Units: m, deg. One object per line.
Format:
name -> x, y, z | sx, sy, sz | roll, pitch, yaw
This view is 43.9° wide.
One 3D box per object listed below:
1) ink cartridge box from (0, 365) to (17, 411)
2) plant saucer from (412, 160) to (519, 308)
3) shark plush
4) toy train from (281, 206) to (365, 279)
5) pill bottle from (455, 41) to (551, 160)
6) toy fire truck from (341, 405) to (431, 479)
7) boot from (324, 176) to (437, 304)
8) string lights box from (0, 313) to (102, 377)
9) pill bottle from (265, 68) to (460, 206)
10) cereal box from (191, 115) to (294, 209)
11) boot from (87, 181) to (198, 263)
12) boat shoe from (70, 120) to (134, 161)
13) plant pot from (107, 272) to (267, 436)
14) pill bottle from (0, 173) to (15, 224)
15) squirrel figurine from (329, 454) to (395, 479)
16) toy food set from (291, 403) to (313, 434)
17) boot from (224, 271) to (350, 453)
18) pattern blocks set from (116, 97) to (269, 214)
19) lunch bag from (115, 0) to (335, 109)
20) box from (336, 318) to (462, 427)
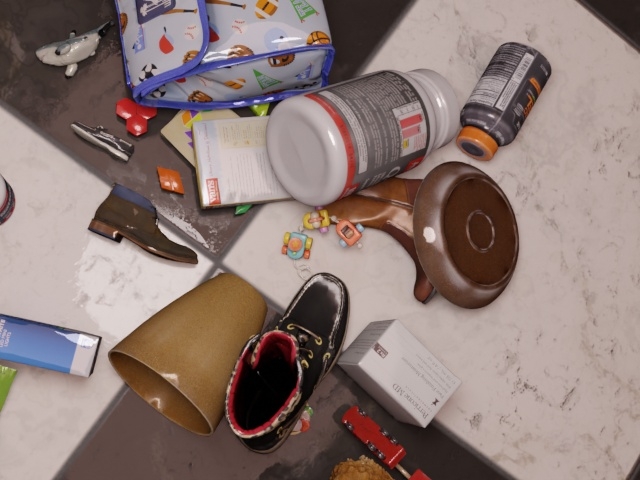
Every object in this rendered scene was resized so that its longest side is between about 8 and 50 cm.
ink cartridge box -> -0.664, 0.327, 1.374 | 0.189, 0.097, 0.255 | 21, 89, -18
plant saucer -> 0.313, -0.016, 1.627 | 0.311, 0.050, 0.310 | 8, 77, -37
shark plush -> -0.478, -0.396, 1.562 | 0.161, 0.073, 0.067 | -44, 64, -10
toy train -> 0.000, 0.000, 1.592 | 0.166, 0.046, 0.125 | -38, 87, 7
pill bottle -> 0.384, -0.292, 1.703 | 0.130, 0.130, 0.245 | 33, 78, -7
toy fire truck -> 0.131, 0.419, 1.572 | 0.047, 0.135, 0.192 | -44, 55, -14
boot -> 0.129, -0.022, 1.631 | 0.281, 0.096, 0.264 | 13, 84, -9
string lights box -> -0.534, 0.180, 1.433 | 0.260, 0.133, 0.076 | 14, 81, -10
pill bottle -> 0.092, -0.214, 1.542 | 0.363, 0.210, 0.210 | -24, 89, -36
cereal box -> -0.129, -0.159, 1.584 | 0.240, 0.047, 0.172 | -6, 85, -14
boot -> -0.326, -0.030, 1.534 | 0.219, 0.082, 0.106 | 21, 82, -8
boat shoe -> -0.424, -0.201, 1.551 | 0.125, 0.046, 0.038 | 30, 78, -11
plant pot -> -0.220, 0.189, 1.476 | 0.237, 0.237, 0.254 | 41, 61, -5
pill bottle -> -0.615, -0.084, 1.423 | 0.108, 0.180, 0.107 | 1, 83, -13
squirrel figurine -> 0.096, 0.610, 1.459 | 0.371, 0.281, 0.396 | -3, 86, -20
toy food set -> -0.057, 0.346, 1.579 | 0.083, 0.020, 0.082 | -24, 89, -15
boot -> -0.055, 0.208, 1.452 | 0.138, 0.284, 0.377 | 27, 77, 10
pattern blocks set -> -0.220, -0.208, 1.608 | 0.285, 0.026, 0.324 | -37, 92, -14
lunch bag -> -0.194, -0.436, 1.531 | 0.386, 0.239, 0.327 | -9, 74, -7
box -> 0.148, 0.257, 1.553 | 0.181, 0.182, 0.119 | 44, 76, -5
